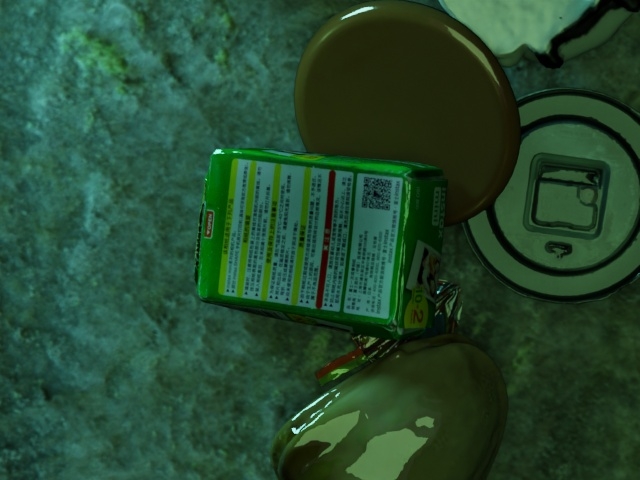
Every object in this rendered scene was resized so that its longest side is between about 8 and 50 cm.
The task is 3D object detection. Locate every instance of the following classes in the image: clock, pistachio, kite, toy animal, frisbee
[{"bbox_3d":[0.254,-0.047,1.959,0.226,0.049,0.226,0,94,5],"label":"clock"},{"bbox_3d":[0.085,0.219,1.933,0.260,0.163,0.212,-34,122,2],"label":"pistachio"},{"bbox_3d":[0.078,0.109,1.996,0.183,0.014,0.241,-31,92,6],"label":"kite"},{"bbox_3d":[0.226,-0.283,1.894,0.208,0.156,0.204,-37,93,17],"label":"toy animal"},{"bbox_3d":[0.084,-0.124,1.916,0.251,0.021,0.250,11,119,22],"label":"frisbee"}]

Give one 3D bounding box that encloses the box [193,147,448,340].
[{"bbox_3d":[0.000,0.000,1.916,0.250,0.103,0.180,8,94,23],"label":"box"}]
